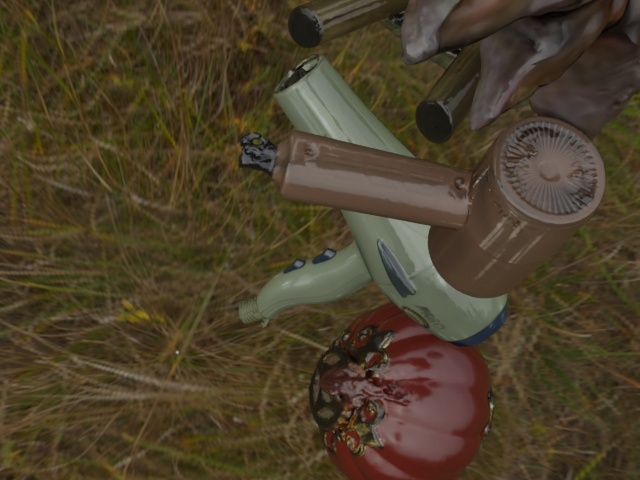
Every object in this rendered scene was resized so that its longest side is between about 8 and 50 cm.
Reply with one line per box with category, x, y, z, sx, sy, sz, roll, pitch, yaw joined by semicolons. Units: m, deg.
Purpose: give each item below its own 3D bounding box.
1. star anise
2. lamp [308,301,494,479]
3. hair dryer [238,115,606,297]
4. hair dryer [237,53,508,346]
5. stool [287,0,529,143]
star anise;0.145;-0.175;0.571;0.109;0.349;0.292;31;93;30
lamp;0.086;0.176;1.360;0.227;0.227;0.226;1;85;-7
hair dryer;0.044;-0.026;0.639;0.182;0.117;0.064;12;64;-11
hair dryer;0.006;-0.030;1.119;0.298;0.119;0.295;-1;125;29
stool;0.150;-0.318;1.526;0.310;0.310;0.226;39;45;21
